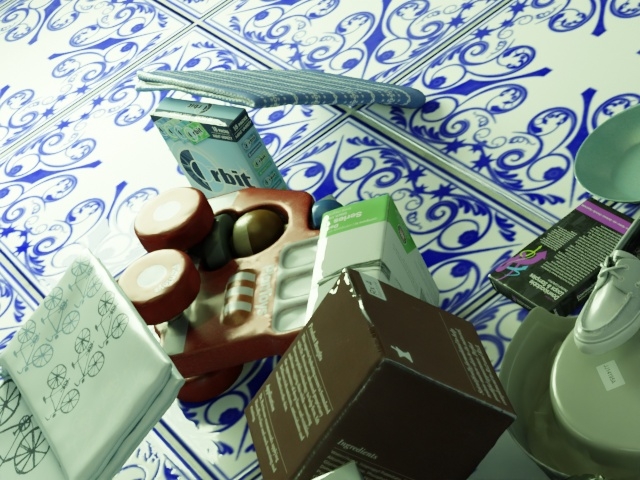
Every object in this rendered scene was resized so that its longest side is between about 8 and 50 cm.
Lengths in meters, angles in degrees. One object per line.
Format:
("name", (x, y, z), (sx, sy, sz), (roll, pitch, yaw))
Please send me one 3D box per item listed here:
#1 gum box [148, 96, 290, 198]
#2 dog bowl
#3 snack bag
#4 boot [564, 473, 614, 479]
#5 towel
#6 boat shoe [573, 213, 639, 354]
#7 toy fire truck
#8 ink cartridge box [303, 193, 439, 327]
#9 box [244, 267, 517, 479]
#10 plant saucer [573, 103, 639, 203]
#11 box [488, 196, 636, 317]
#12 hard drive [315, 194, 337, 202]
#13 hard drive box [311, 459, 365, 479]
("gum box", (-0.124, -0.100, 2.236), (0.157, 0.184, 0.041), (12, 52, 44))
("dog bowl", (0.354, 0.140, 1.671), (0.349, 0.102, 0.348), (-18, 34, 13))
("snack bag", (-0.309, 0.206, 1.903), (0.342, 0.037, 0.323), (-52, 35, 6))
("boot", (0.245, 0.359, 1.430), (0.260, 0.131, 0.348), (-38, 36, -16))
("towel", (-0.049, -0.197, 2.287), (0.243, 0.040, 0.336), (14, 14, 42))
("boat shoe", (0.305, 0.034, 1.696), (0.066, 0.063, 0.184), (16, 53, 46))
("toy fire truck", (-0.088, 0.043, 2.040), (0.254, 0.169, 0.302), (-13, 37, 17))
("ink cartridge box", (0.059, 0.083, 1.893), (0.093, 0.160, 0.219), (-15, 35, 20))
("box", (0.054, 0.173, 1.699), (0.203, 0.167, 0.168), (-54, 27, 21))
("plant saucer", (0.398, -0.097, 2.011), (0.195, 0.037, 0.195), (-17, 36, 13))
("box", (0.286, 0.022, 1.937), (0.162, 0.029, 0.116), (-35, 34, -14))
("hard drive", (0.000, 0.000, 2.165), (0.094, 0.022, 0.135), (-30, 34, -4))
("hard drive box", (0.052, 0.345, 1.536), (0.089, 0.181, 0.232), (-27, 35, 0))
